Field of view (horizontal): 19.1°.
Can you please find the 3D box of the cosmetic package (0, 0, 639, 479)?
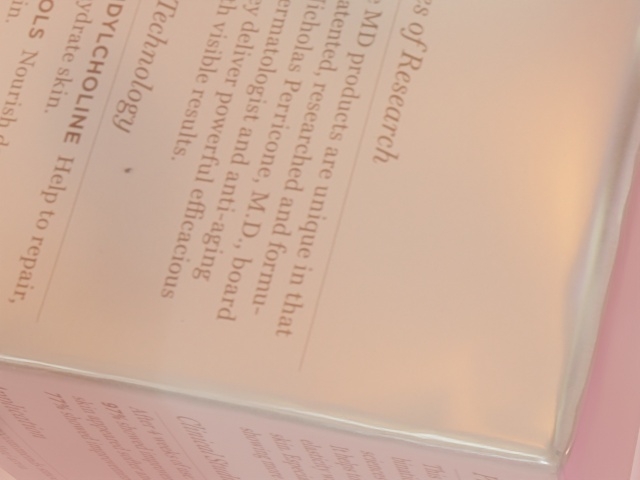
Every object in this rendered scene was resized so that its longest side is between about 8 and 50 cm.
[{"bbox_3d":[0.000,0.000,1.143,0.329,0.394,0.327,66,36,-64],"label":"cosmetic package"}]
